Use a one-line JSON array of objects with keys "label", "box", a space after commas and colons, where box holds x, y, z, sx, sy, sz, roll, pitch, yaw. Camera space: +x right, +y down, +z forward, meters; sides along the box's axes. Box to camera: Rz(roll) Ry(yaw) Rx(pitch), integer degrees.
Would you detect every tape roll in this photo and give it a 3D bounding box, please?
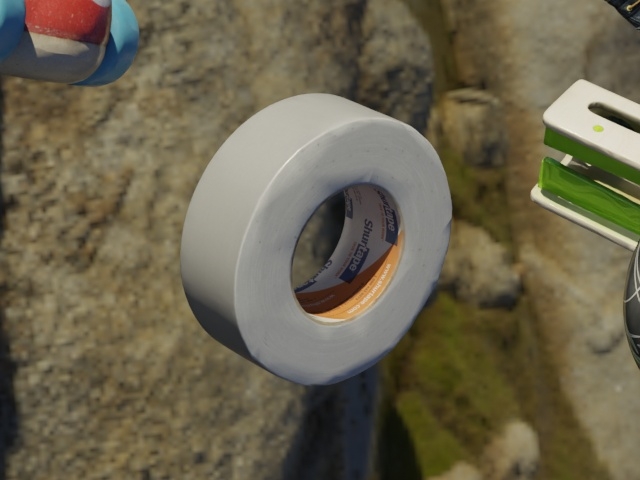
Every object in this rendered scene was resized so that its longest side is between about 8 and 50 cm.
[{"label": "tape roll", "box": [0.000, 0.000, 1.209, 0.219, 0.072, 0.219, -18, 120, -35]}]

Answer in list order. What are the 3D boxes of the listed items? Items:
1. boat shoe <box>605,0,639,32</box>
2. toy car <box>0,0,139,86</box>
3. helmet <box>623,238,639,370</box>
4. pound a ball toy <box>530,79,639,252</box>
[{"label": "boat shoe", "box": [0.419, -0.338, 1.862, 0.083, 0.183, 0.065, 35, 15, -13]}, {"label": "toy car", "box": [-0.224, -0.230, 1.002, 0.219, 0.210, 0.238, -12, 114, -74]}, {"label": "helmet", "box": [0.267, 0.037, 0.957, 0.169, 0.161, 0.169, -17, 90, -81]}, {"label": "pound a ball toy", "box": [0.404, -0.087, 1.697, 0.136, 0.319, 0.208, -41, 147, -38]}]
